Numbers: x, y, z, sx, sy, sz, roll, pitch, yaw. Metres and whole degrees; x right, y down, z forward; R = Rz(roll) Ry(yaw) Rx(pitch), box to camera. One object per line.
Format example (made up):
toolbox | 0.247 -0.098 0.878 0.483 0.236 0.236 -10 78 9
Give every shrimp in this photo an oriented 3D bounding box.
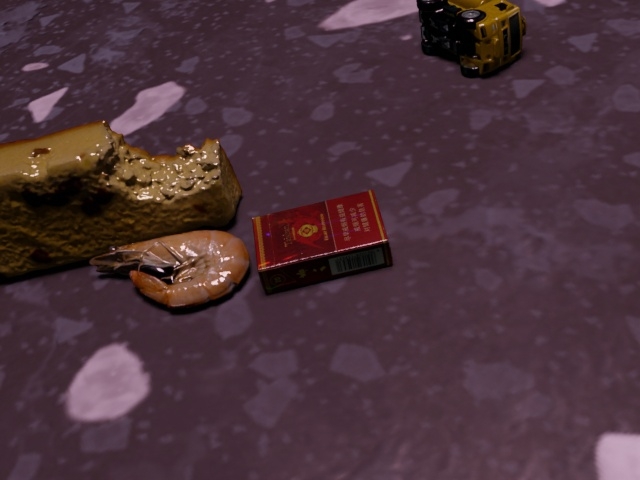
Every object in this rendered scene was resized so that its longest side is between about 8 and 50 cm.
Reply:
shrimp | -0.098 0.020 0.530 0.108 0.023 0.059 -8 51 9

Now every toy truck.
toy truck | 0.119 -0.167 0.649 0.054 0.049 0.083 -29 42 -17

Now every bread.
bread | -0.172 -0.027 0.554 0.226 0.088 0.049 -14 40 3

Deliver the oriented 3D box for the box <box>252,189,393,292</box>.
box | 0.000 0.000 0.521 0.082 0.023 0.051 -14 41 1
